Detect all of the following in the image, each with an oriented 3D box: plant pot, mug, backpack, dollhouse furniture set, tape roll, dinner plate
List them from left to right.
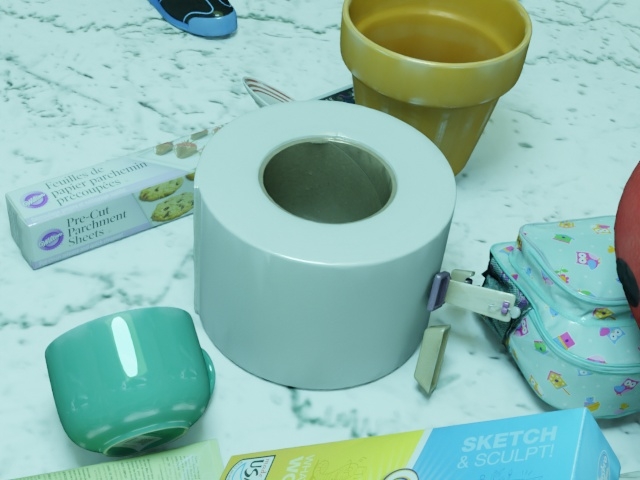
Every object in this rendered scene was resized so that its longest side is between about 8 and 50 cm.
[{"bbox_3d":[-0.148,0.124,0.890,0.158,0.129,0.097,-8,67,-26],"label":"mug"},{"bbox_3d":[-0.034,-0.146,1.207,0.141,0.017,0.141,31,16,-10],"label":"dinner plate"},{"bbox_3d":[0.000,0.000,1.015,0.246,0.169,0.246,3,43,-3],"label":"tape roll"},{"bbox_3d":[0.119,-0.174,1.173,0.205,0.187,0.205,3,42,-3],"label":"plant pot"},{"bbox_3d":[0.145,0.093,0.991,0.081,0.114,0.091,15,8,18],"label":"dollhouse furniture set"},{"bbox_3d":[0.258,0.071,0.996,0.166,0.144,0.188,-4,49,-20],"label":"backpack"}]

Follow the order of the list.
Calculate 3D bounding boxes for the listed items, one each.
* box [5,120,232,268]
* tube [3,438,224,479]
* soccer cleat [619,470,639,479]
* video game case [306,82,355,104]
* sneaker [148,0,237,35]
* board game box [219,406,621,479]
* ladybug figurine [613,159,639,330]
[{"bbox_3d":[-0.177,-0.061,1.137,0.324,0.067,0.063,-21,49,-28],"label":"box"},{"bbox_3d":[-0.190,0.218,0.841,0.240,0.070,0.062,-5,2,-20],"label":"tube"},{"bbox_3d":[0.296,0.228,0.890,0.196,0.068,0.076,-4,66,-16],"label":"soccer cleat"},{"bbox_3d":[0.047,-0.120,1.262,0.173,0.022,0.190,-25,50,-29],"label":"video game case"},{"bbox_3d":[-0.200,-0.369,1.449,0.081,0.090,0.232,-30,53,-33],"label":"sneaker"},{"bbox_3d":[0.029,0.240,0.706,0.317,0.064,0.242,-15,31,33],"label":"board game box"},{"bbox_3d":[0.385,0.048,0.889,0.162,0.449,0.305,-13,47,40],"label":"ladybug figurine"}]
